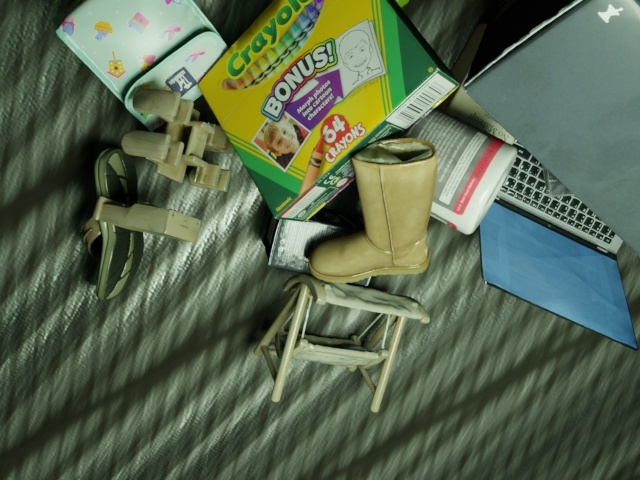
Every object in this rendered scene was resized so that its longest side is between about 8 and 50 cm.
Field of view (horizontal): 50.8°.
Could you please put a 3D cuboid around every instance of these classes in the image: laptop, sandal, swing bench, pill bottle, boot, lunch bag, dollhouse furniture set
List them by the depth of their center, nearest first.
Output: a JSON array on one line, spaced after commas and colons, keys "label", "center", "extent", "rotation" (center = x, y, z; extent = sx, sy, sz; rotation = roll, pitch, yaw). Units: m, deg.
[{"label": "boot", "center": [0.079, -0.048, 1.148], "extent": [0.236, 0.089, 0.269], "rotation": [-7, 139, 3]}, {"label": "lunch bag", "center": [-0.304, -0.350, 1.206], "extent": [0.223, 0.160, 0.262], "rotation": [-39, 122, -1]}, {"label": "pill bottle", "center": [0.173, -0.159, 1.214], "extent": [0.318, 0.176, 0.176], "rotation": [30, 100, 14]}, {"label": "dollhouse furniture set", "center": [-0.290, -0.133, 1.227], "extent": [0.161, 0.212, 0.242], "rotation": [10, 84, 24]}, {"label": "sandal", "center": [-0.412, -0.032, 1.313], "extent": [0.086, 0.120, 0.303], "rotation": [7, 104, 18]}, {"label": "swing bench", "center": [0.037, 0.190, 1.360], "extent": [0.253, 0.165, 0.255], "rotation": [14, 112, -27]}, {"label": "laptop", "center": [0.538, -0.060, 1.374], "extent": [0.382, 0.236, 0.408], "rotation": [24, 101, -15]}]

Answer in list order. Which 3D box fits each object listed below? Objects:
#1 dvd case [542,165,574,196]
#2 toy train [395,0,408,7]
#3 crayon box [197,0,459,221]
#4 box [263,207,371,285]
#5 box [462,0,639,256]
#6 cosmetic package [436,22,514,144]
[{"label": "dvd case", "center": [0.546, -0.174, 1.380], "extent": [0.221, 0.018, 0.165], "rotation": [-3, 80, -21]}, {"label": "toy train", "center": [0.113, -0.428, 1.283], "extent": [0.143, 0.105, 0.248], "rotation": [-41, 108, -10]}, {"label": "crayon box", "center": [-0.004, -0.265, 1.145], "extent": [0.363, 0.106, 0.313], "rotation": [-41, 68, 23]}, {"label": "box", "center": [0.000, 0.000, 1.349], "extent": [0.207, 0.153, 0.108], "rotation": [13, 103, -11]}, {"label": "box", "center": [0.554, -0.318, 1.156], "extent": [0.480, 0.472, 0.297], "rotation": [38, 141, -16]}, {"label": "cosmetic package", "center": [0.315, -0.258, 1.349], "extent": [0.160, 0.113, 0.309], "rotation": [26, 99, -14]}]
